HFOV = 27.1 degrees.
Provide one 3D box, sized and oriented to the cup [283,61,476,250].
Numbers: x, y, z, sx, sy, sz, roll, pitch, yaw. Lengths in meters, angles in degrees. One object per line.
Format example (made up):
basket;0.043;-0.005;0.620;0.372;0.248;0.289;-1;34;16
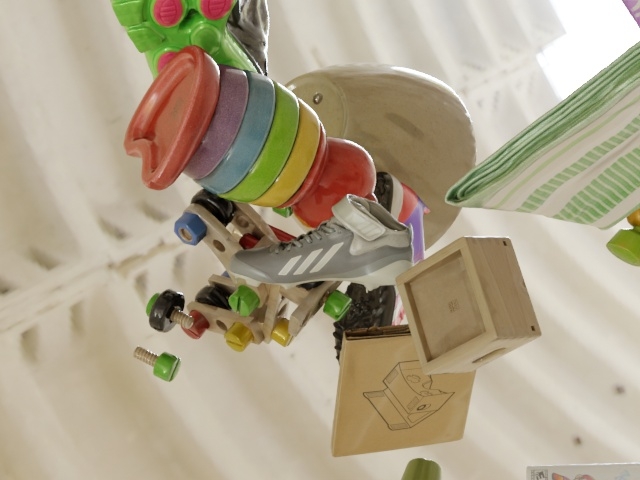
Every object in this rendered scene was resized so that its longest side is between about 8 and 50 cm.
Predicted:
cup;0.040;-0.141;2.056;0.237;0.331;0.331;21;-128;-51

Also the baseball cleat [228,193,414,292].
baseball cleat;0.000;0.000;1.456;0.072;0.205;0.109;-79;-11;-68

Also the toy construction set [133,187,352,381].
toy construction set;-0.052;0.053;1.767;0.237;0.258;0.309;24;-153;17

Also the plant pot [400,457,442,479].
plant pot;0.138;0.347;1.841;0.083;0.083;0.079;43;-139;-26

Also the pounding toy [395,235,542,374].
pounding toy;0.150;0.065;1.386;0.100;0.141;0.130;2;-115;-40

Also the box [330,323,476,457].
box;0.099;0.171;1.533;0.164;0.201;0.021;-5;-138;-11

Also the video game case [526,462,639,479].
video game case;0.305;0.331;1.497;0.019;0.143;0.157;43;-134;-61

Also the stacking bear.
stacking bear;-0.062;-0.103;1.590;0.289;0.164;0.175;23;-166;-28

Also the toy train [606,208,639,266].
toy train;0.377;-0.035;1.529;0.248;0.105;0.143;38;-99;0

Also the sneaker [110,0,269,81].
sneaker;-0.161;-0.321;1.643;0.483;0.185;0.202;87;178;-58

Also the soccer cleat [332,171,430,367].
soccer cleat;0.097;0.060;1.854;0.116;0.108;0.318;28;-124;-35

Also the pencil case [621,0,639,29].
pencil case;0.456;-0.340;1.858;0.206;0.088;0.086;54;-176;-7

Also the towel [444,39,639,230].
towel;0.273;-0.089;1.133;0.325;0.248;0.038;4;-127;-59
